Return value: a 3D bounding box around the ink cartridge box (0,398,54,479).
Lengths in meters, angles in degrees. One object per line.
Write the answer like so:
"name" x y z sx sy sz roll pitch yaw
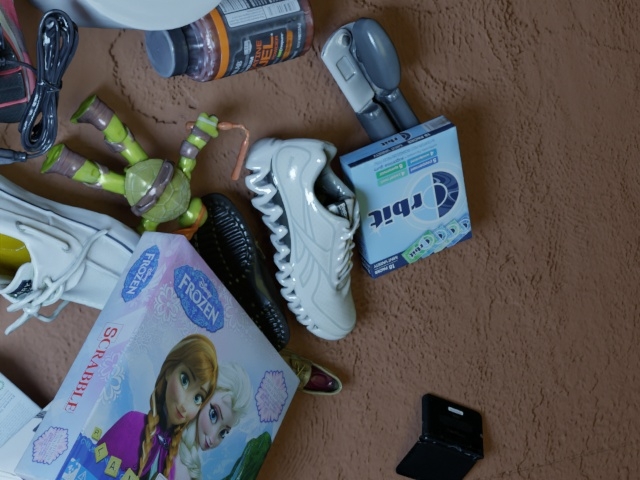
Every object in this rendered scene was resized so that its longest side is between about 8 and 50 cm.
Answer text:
"ink cartridge box" -0.264 0.267 1.663 0.237 0.100 0.172 -44 129 -42

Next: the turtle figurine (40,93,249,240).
"turtle figurine" -0.218 -0.059 1.686 0.217 0.087 0.269 33 95 -23

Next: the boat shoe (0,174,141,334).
"boat shoe" -0.328 0.027 1.569 0.367 0.136 0.156 32 38 -33

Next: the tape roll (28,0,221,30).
"tape roll" -0.224 -0.359 1.592 0.246 0.169 0.246 -6 101 -33

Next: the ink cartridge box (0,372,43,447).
"ink cartridge box" -0.400 0.278 1.646 0.223 0.045 0.224 -51 137 -16

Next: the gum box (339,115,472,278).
"gum box" 0.117 -0.057 1.905 0.157 0.041 0.184 -23 125 -13

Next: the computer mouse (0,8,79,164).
"computer mouse" -0.392 -0.169 1.477 0.262 0.060 0.184 1 118 -22

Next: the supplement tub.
"supplement tub" -0.112 -0.253 1.725 0.198 0.106 0.106 -20 109 -30

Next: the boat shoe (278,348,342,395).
"boat shoe" -0.027 0.176 1.893 0.135 0.045 0.050 17 88 -35

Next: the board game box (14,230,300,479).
"board game box" -0.172 0.209 1.638 0.318 0.066 0.318 55 51 -45

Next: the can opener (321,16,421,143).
"can opener" 0.092 -0.171 1.893 0.074 0.093 0.280 -44 125 -18

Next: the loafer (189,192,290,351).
"loafer" -0.106 0.041 1.809 0.080 0.078 0.220 -20 101 5

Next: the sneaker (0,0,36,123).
"sneaker" -0.372 -0.276 1.542 0.136 0.116 0.313 -64 144 -46

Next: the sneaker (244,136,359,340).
"sneaker" 0.000 0.000 1.822 0.110 0.118 0.292 -58 134 -55

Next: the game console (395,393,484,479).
"game console" 0.173 0.295 2.071 0.122 0.071 0.107 23 55 -35
